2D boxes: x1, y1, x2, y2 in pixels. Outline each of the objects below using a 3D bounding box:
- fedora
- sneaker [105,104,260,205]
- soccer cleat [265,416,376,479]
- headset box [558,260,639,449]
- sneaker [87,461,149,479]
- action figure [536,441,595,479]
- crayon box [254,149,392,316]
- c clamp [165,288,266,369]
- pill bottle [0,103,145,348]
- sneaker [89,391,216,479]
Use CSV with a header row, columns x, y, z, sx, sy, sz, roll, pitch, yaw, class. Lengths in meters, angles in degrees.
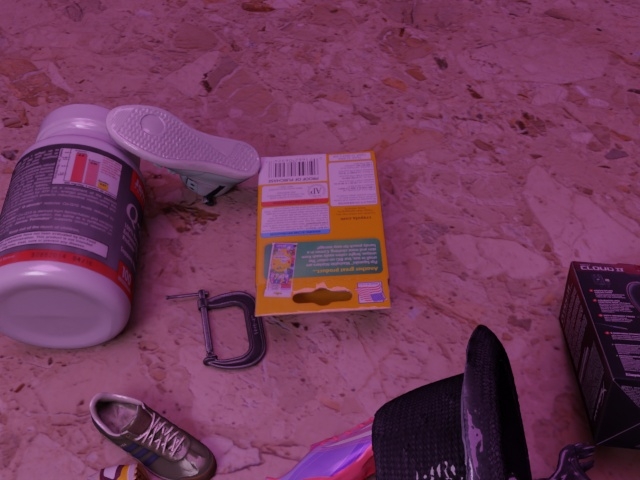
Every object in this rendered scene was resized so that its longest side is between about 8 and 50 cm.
x,y,z,sx,sy,sz,roll,pitch,yaw,class
0.145,0.252,0.740,0.152,0.334,0.334,-9,50,19,fedora
-0.246,-0.134,1.119,0.255,0.151,0.094,17,64,-26,sneaker
0.044,0.274,0.867,0.248,0.083,0.095,-33,42,-22,soccer cleat
0.451,0.136,0.876,0.218,0.110,0.293,4,30,6,headset box
-0.259,0.372,0.821,0.083,0.070,0.186,-13,46,5,sneaker
0.357,0.358,0.729,0.140,0.164,0.276,-23,48,-4,action figure
0.000,0.000,1.076,0.203,0.083,0.323,-3,51,1,crayon box
-0.156,0.135,1.023,0.137,0.022,0.161,-13,51,-13,c clamp
-0.387,-0.033,1.046,0.210,0.210,0.363,-5,52,0,pill bottle
-0.231,0.260,0.886,0.192,0.086,0.064,21,56,18,sneaker
